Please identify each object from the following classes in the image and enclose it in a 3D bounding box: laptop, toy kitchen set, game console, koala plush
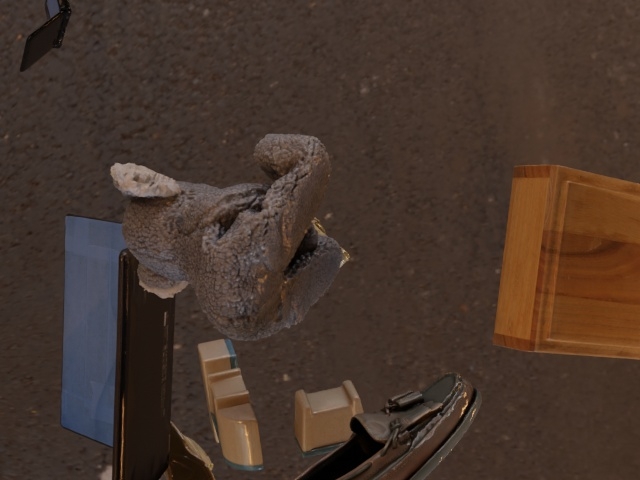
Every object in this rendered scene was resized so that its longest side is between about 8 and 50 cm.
[{"bbox_3d":[-0.348,0.172,1.383,0.237,0.408,0.381,3,97,4],"label":"laptop"},{"bbox_3d":[-0.048,0.207,1.115,0.166,0.207,0.122,-11,113,-11],"label":"toy kitchen set"},{"bbox_3d":[-0.406,-0.318,1.326,0.071,0.122,0.107,-12,81,-26],"label":"game console"},{"bbox_3d":[-0.120,-0.004,0.968,0.203,0.221,0.196,-52,147,-42],"label":"koala plush"}]

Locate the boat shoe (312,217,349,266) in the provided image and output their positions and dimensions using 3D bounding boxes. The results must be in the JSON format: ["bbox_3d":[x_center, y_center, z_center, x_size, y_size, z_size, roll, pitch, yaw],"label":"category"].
[{"bbox_3d":[-0.001,-0.001,1.391,0.048,0.153,0.056,-31,122,-1],"label":"boat shoe"}]

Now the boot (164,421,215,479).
[{"bbox_3d":[-0.228,0.422,1.645,0.077,0.165,0.213,-35,65,-8],"label":"boot"}]

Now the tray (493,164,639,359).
[{"bbox_3d":[0.396,0.042,1.106,0.411,0.076,0.202,8,88,-31],"label":"tray"}]

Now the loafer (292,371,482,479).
[{"bbox_3d":[0.043,0.203,0.851,0.267,0.096,0.084,-41,95,-25],"label":"loafer"}]
